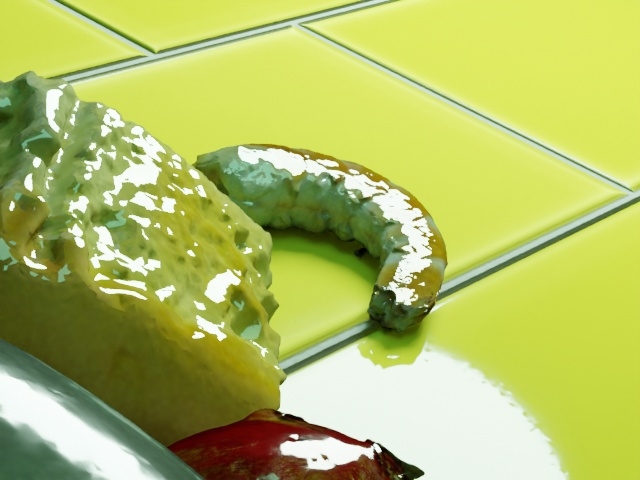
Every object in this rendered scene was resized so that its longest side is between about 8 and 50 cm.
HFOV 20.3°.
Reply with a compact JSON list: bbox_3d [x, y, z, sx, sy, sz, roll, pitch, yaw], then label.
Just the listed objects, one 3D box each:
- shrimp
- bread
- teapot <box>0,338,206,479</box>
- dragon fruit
[{"bbox_3d":[0.000,0.000,1.104,0.161,0.049,0.166,7,36,-18],"label":"shrimp"},{"bbox_3d":[-0.148,0.033,0.842,0.262,0.162,0.204,-3,40,-2],"label":"bread"},{"bbox_3d":[-0.066,0.191,0.524,0.285,0.223,0.305,24,25,4],"label":"teapot"},{"bbox_3d":[-0.060,0.141,0.744,0.246,0.125,0.125,-6,43,-3],"label":"dragon fruit"}]
